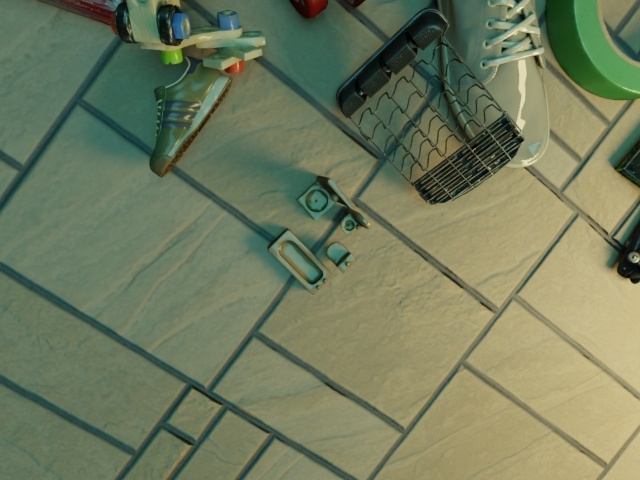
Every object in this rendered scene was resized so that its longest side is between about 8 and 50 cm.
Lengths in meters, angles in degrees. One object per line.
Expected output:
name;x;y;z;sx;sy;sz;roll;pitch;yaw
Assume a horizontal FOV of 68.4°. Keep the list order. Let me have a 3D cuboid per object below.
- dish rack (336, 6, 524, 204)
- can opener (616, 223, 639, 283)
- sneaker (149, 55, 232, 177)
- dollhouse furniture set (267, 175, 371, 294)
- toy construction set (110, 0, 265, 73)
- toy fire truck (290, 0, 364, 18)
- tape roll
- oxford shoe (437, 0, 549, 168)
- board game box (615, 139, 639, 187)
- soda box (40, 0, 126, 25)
dish rack;0.180;-0.194;0.756;0.208;0.074;0.271;-37;112;28
can opener;0.631;-0.007;0.908;0.059;0.073;0.186;24;92;27
sneaker;-0.225;-0.199;0.731;0.086;0.064;0.192;36;87;-11
dollhouse furniture set;0.000;0.000;0.766;0.151;0.123;0.144;-44;103;0
toy construction set;-0.187;-0.365;0.612;0.151;0.215;0.327;-6;127;14
toy fire truck;-0.001;-0.466;0.622;0.169;0.254;0.302;-35;103;-2
tape roll;0.558;-0.411;0.812;0.322;0.077;0.321;-1;100;-8
oxford shoe;0.282;-0.330;0.756;0.169;0.130;0.449;-19;103;-8
board game box;0.690;-0.192;0.872;0.136;0.030;0.259;40;92;9
soda box;-0.388;-0.384;0.656;0.263;0.092;0.083;16;93;-11
